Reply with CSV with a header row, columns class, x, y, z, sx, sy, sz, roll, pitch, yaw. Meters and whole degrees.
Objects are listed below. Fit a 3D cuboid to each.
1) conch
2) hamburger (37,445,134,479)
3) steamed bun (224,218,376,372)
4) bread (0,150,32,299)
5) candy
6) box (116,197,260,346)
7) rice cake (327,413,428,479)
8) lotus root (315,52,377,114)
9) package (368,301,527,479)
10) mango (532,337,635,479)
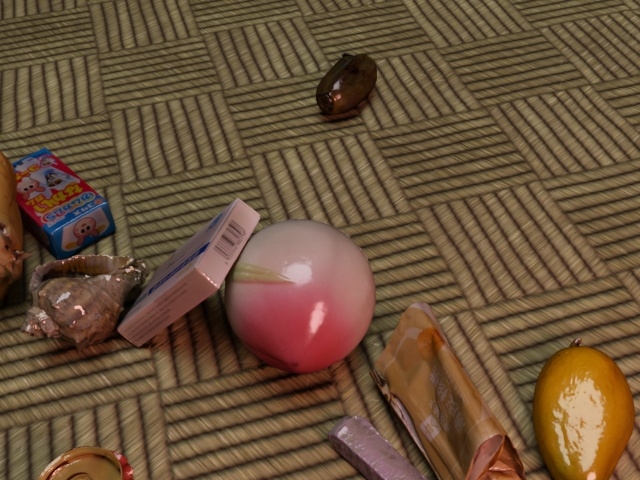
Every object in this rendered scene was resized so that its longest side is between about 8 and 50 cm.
class,x,y,z,sx,sy,sz,roll,pitch,yaw
conch,-0.489,0.132,1.650,0.210,0.158,0.291,12,20,40
hamburger,-0.384,0.437,1.335,0.175,0.136,0.175,-5,44,5
steamed bun,-0.042,0.129,1.518,0.310,0.309,0.309,-2,44,2
bread,-0.782,-0.017,1.731,0.361,0.250,0.394,-29,41,9
candy,-0.644,-0.092,1.922,0.157,0.100,0.306,-33,53,-28
box,-0.267,0.069,1.592,0.065,0.343,0.200,40,47,-15
rice cake,0.151,0.429,1.369,0.073,0.056,0.365,-28,49,-31
lotus root,0.073,-0.430,2.213,0.124,0.123,0.241,-4,38,43
package,0.210,0.300,1.426,0.165,0.221,0.311,-30,46,2
mango,0.470,0.314,1.436,0.177,0.119,0.316,10,55,10
